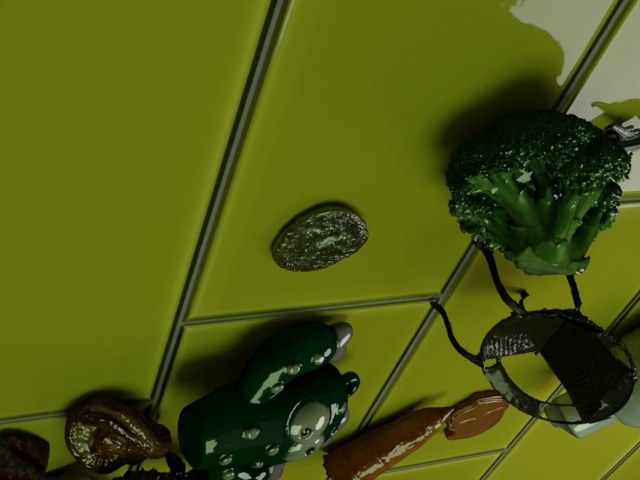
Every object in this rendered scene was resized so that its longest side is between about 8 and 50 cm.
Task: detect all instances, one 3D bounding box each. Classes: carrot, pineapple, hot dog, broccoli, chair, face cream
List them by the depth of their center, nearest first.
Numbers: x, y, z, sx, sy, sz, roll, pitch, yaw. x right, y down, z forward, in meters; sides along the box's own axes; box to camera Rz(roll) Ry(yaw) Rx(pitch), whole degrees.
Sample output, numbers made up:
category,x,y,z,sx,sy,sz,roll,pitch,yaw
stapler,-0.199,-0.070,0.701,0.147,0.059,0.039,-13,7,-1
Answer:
category,x,y,z,sx,sy,sz,roll,pitch,yaw
broccoli,0.207,-0.047,1.027,0.195,0.156,0.195,6,169,1
chair,0.255,0.113,1.223,0.149,0.213,0.174,-5,143,-32
hot dog,-0.238,0.233,1.252,0.099,0.065,0.147,-18,150,12
pineapple,-0.181,0.325,1.322,0.111,0.119,0.237,-47,164,18
face cream,0.492,0.188,1.512,0.369,0.145,0.145,-32,145,14
carrot,0.105,0.292,1.521,0.205,0.072,0.072,-32,145,13

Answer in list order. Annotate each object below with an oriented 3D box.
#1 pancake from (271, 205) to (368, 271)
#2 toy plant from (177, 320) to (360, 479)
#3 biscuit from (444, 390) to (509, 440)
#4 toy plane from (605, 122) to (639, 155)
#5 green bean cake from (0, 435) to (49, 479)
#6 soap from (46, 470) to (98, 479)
category,x,y,z,sx,sy,sz,roll,pitch,yaw
pancake,-0.001,0.001,1.092,0.108,0.017,0.108,-12,144,-8
toy plant,-0.051,0.205,1.261,0.243,0.112,0.232,-33,142,-15
biscuit,0.236,0.266,1.599,0.102,0.019,0.130,-14,145,-13
toy plane,0.319,-0.104,1.106,0.083,0.031,0.078,-22,147,2
green bean cake,-0.440,0.337,1.233,0.232,0.198,0.097,-15,141,20
soap,-0.368,0.461,1.424,0.293,0.156,0.335,-26,147,2
